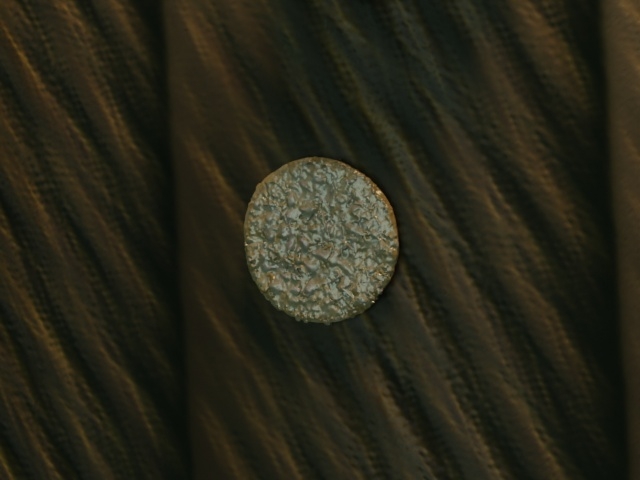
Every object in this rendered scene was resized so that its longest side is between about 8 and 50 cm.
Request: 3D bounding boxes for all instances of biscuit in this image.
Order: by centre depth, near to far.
[{"bbox_3d":[0.000,0.000,1.337,0.152,0.020,0.152,1,94,19],"label":"biscuit"}]
